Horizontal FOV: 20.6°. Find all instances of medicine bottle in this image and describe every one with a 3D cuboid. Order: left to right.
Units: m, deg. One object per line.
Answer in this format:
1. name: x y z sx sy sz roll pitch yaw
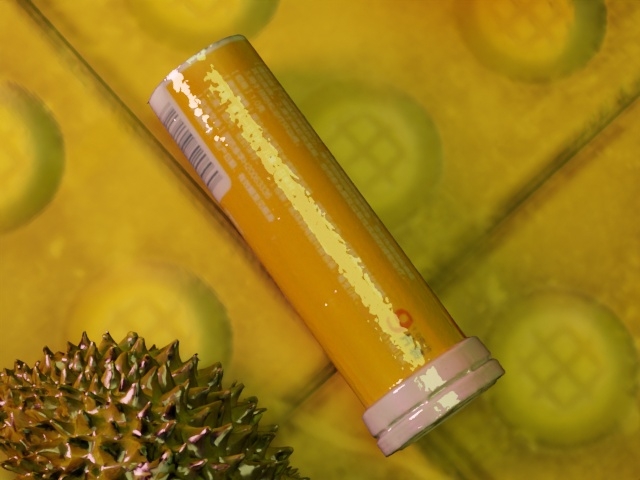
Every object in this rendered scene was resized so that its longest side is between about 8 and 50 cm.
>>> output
1. medicine bottle: 0.000 0.000 0.882 0.074 0.074 0.218 -34 82 -16

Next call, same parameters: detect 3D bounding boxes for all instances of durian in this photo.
1. durian: -0.060 0.136 0.827 0.137 0.095 0.220 -27 88 -14
